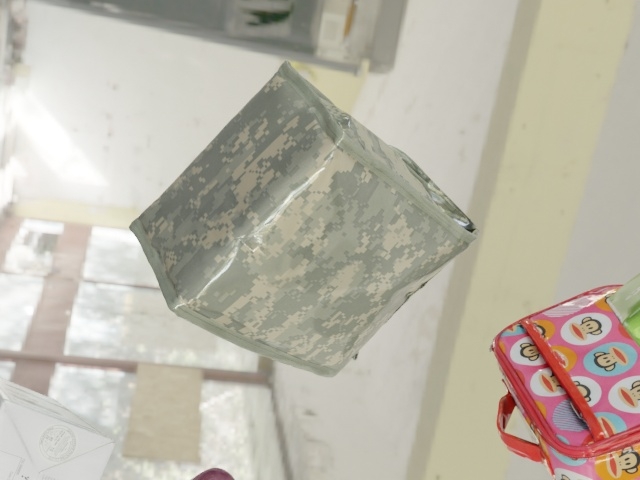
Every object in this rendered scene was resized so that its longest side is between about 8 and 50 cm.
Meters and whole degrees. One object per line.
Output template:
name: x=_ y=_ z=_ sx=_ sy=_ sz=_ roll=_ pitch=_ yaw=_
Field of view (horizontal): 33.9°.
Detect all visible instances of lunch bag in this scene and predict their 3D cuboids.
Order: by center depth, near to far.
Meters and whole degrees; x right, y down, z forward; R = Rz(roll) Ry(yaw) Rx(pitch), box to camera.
lunch bag: x=0.000 y=0.000 z=1.063 sx=0.235 sy=0.287 sz=0.169 roll=-45 pitch=-136 yaw=11
lunch bag: x=0.341 y=0.191 z=1.320 sx=0.293 sy=0.258 sz=0.120 roll=-112 pitch=-179 yaw=-62

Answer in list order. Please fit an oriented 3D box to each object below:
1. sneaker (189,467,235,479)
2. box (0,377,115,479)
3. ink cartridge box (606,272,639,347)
sneaker: x=-0.096 y=0.260 z=0.827 sx=0.084 sy=0.070 sz=0.185 roll=-41 pitch=-156 yaw=50
box: x=-0.265 y=0.204 z=0.855 sx=0.290 sy=0.087 sz=0.169 roll=-8 pitch=-120 yaw=66
ink cartridge box: x=0.300 y=0.089 z=0.760 sx=0.097 sy=0.188 sz=0.255 roll=-38 pitch=176 yaw=9
